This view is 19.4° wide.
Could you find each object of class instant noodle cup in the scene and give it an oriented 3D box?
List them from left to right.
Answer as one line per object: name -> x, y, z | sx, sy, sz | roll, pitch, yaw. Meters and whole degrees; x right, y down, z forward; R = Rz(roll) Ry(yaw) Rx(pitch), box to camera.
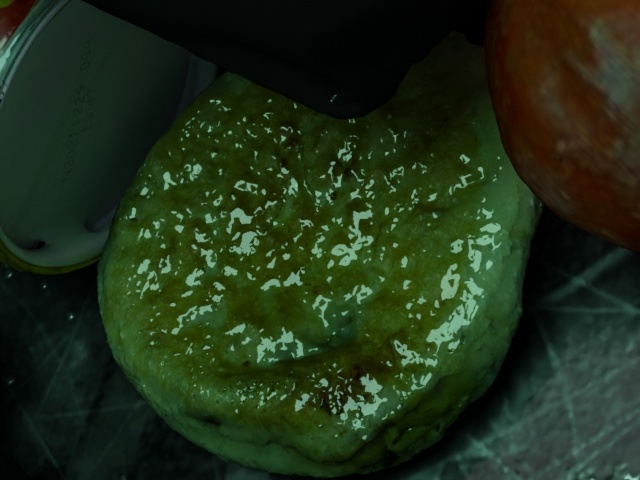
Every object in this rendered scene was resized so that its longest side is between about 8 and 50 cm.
instant noodle cup -> -0.199, -0.112, 1.114 | 0.200, 0.264, 0.264 | 26, 83, 29

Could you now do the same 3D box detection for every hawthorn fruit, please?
hawthorn fruit -> 0.214, -0.071, 0.850 | 0.242, 0.242, 0.271 | -44, 50, 6

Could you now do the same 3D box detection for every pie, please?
pie -> 0.000, 0.000, 1.052 | 0.277, 0.078, 0.277 | -12, 59, 21

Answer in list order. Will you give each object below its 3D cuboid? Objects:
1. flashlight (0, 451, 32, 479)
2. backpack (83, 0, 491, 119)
flashlight -> -0.273, 0.194, 1.116 | 0.232, 0.093, 0.093 | -22, 59, 14
backpack -> -0.032, -0.271, 1.011 | 0.363, 0.255, 0.445 | 27, 44, 1
